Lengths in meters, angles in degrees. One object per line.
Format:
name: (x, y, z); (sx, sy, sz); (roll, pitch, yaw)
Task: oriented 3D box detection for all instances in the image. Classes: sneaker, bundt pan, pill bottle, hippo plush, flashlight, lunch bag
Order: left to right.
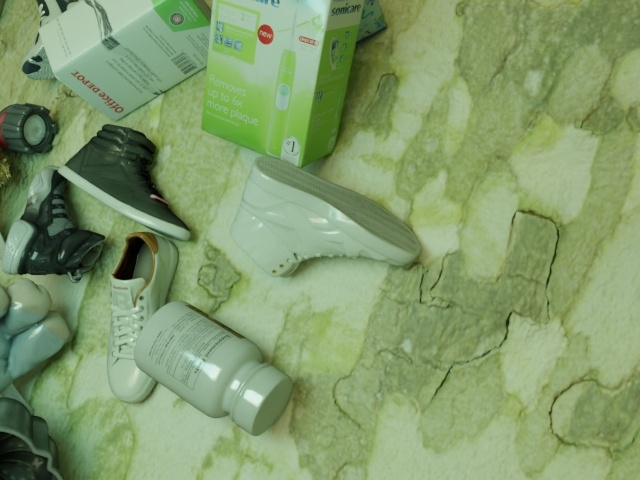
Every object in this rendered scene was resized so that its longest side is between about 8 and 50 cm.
bundt pan: (-0.568, 0.362, 1.031); (0.331, 0.330, 0.124); (-35, 30, 5)
flashlight: (-0.685, -0.241, 1.332); (0.304, 0.103, 0.103); (12, 52, 21)
hippo plush: (-0.594, 0.154, 1.158); (0.234, 0.294, 0.237); (-26, 38, -31)
sneaker: (-0.551, -0.445, 1.351); (0.153, 0.094, 0.235); (35, 87, 24)
sneaker: (-0.470, -0.025, 1.203); (0.101, 0.153, 0.268); (-57, 23, 36)
sneaker: (-0.322, 0.123, 1.101); (0.106, 0.123, 0.289); (1, 76, 15)
sneaker: (-0.327, -0.115, 1.180); (0.296, 0.104, 0.146); (30, 82, 21)
pill bottle: (-0.164, 0.199, 1.023); (0.229, 0.131, 0.131); (27, 84, 22)
sneaker: (0.000, 0.000, 1.057); (0.293, 0.108, 0.169); (27, 119, 0)
lunch bag: (0.022, -0.397, 1.140); (0.151, 0.129, 0.096); (-28, 64, 10)

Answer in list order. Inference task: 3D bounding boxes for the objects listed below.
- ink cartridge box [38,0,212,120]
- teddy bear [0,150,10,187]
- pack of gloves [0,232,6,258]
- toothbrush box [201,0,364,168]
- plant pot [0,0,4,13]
ink cartridge box: (-0.334, -0.366, 1.203); (0.273, 0.198, 0.114); (-29, 68, 7)
teddy bear: (-0.751, -0.156, 1.260); (0.338, 0.245, 0.113); (-27, 24, 29)
pack of gloves: (-0.703, -0.055, 1.219); (0.195, 0.232, 0.046); (5, 34, 14)
toothbrush box: (-0.067, -0.289, 1.063); (0.206, 0.122, 0.283); (24, 121, 20)
plant pot: (-0.760, -0.530, 1.438); (0.096, 0.109, 0.108); (6, 76, 6)
